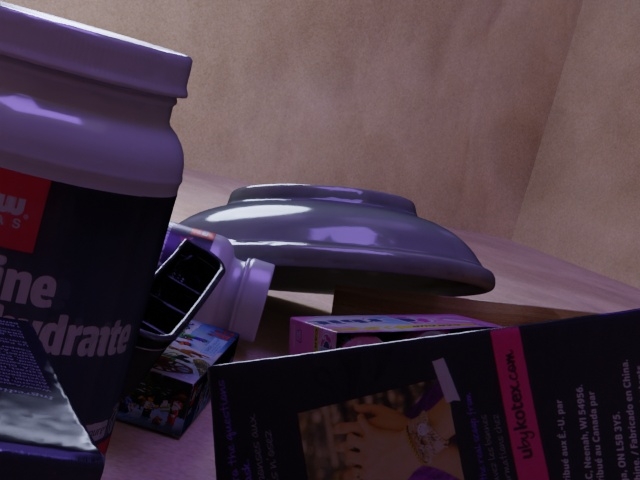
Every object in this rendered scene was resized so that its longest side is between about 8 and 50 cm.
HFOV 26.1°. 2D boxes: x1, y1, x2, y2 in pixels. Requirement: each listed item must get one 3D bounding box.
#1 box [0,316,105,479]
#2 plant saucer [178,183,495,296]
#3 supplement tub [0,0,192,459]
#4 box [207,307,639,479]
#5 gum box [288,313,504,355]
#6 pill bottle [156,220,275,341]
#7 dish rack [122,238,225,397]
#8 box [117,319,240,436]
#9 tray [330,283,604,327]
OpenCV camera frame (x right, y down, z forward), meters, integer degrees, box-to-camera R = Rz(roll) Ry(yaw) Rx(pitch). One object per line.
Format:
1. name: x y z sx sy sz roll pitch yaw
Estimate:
1. box: -0.149 0.114 0.478 0.093 0.156 0.158 12 8 -23
2. plant saucer: 0.000 0.000 1.573 0.400 0.101 0.400 4 -5 0
3. supplement tub: -0.190 0.002 0.807 0.191 0.272 0.191 15 7 -2
4. box: 0.098 0.118 0.698 0.270 0.143 0.165 -10 -10 34
5. gum box: 0.077 0.106 1.292 0.188 0.062 0.107 0 4 -24
6. pill bottle: -0.147 0.036 1.350 0.193 0.108 0.108 16 6 -2
7. dish rack: -0.219 0.009 1.010 0.271 0.074 0.208 28 15 0
8. box: -0.162 0.092 1.125 0.159 0.044 0.233 17 6 3
9. tray: 0.222 0.107 1.460 0.202 0.076 0.411 10 -4 -42
